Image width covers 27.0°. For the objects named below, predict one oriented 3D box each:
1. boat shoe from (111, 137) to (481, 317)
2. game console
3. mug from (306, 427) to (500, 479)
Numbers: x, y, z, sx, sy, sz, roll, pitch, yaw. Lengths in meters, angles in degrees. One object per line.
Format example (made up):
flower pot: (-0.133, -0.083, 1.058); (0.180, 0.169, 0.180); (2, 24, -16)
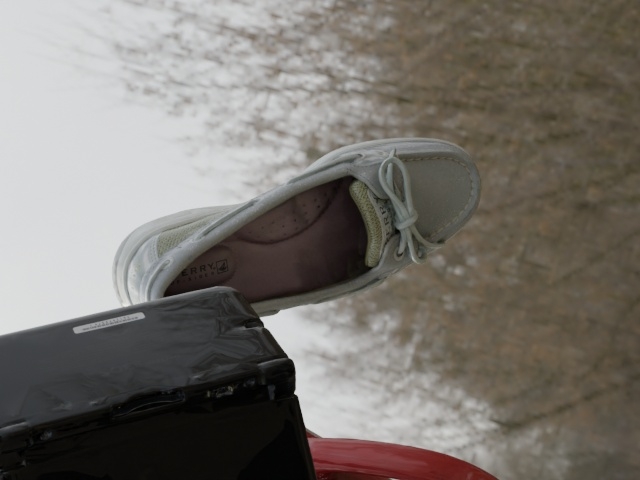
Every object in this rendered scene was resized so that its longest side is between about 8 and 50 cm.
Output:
boat shoe: (-0.002, -0.002, 1.055); (0.103, 0.320, 0.118); (18, 120, 64)
game console: (-0.072, 0.082, 0.539); (0.107, 0.122, 0.071); (-132, 35, -53)
mug: (0.022, 0.159, 0.737); (0.150, 0.169, 0.113); (-55, 5, 8)
